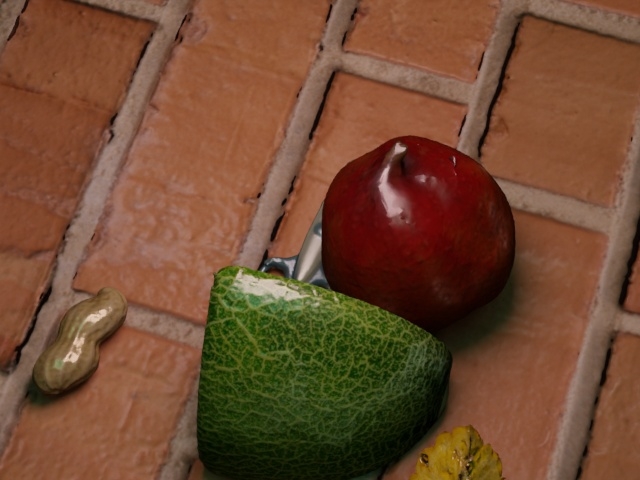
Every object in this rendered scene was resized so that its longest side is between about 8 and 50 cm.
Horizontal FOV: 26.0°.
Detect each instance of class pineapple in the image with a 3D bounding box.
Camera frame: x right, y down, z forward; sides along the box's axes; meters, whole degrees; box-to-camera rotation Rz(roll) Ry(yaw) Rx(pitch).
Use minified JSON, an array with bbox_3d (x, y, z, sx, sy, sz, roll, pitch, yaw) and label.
[{"bbox_3d":[0.203,0.383,1.910,0.164,0.139,0.250,5,77,-42],"label":"pineapple"}]

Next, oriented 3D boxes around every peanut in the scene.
[{"bbox_3d":[-0.350,0.147,2.023,0.082,0.082,0.187,24,67,11],"label":"peanut"}]

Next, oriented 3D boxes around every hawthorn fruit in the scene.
[{"bbox_3d":[0.132,-0.005,1.971,0.295,0.311,0.295,-2,86,26],"label":"hawthorn fruit"}]

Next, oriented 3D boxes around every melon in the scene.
[{"bbox_3d":[0.012,0.189,1.938,0.343,0.226,0.331,6,105,4],"label":"melon"}]

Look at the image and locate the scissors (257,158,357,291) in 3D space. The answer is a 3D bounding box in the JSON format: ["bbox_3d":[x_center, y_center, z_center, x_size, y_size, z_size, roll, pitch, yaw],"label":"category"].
[{"bbox_3d":[0.000,0.000,2.105,0.138,0.041,0.289,22,71,9],"label":"scissors"}]
